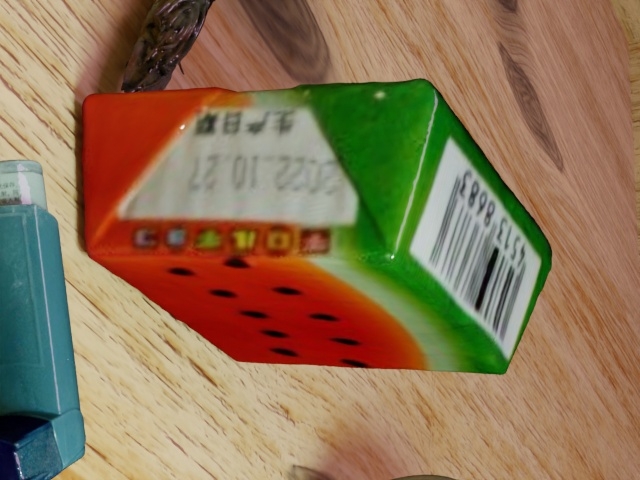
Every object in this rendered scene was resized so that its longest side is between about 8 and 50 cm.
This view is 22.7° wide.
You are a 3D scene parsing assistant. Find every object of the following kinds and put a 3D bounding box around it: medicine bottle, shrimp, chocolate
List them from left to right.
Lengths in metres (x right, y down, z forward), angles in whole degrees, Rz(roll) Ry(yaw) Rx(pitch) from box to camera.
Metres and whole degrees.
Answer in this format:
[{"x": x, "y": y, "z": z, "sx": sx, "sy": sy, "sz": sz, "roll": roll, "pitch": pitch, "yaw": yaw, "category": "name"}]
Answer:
[{"x": -0.233, "y": 0.068, "z": 1.195, "sx": 0.124, "sy": 0.079, "sz": 0.258, "roll": 14, "pitch": 67, "yaw": -65, "category": "medicine bottle"}, {"x": -0.110, "y": -0.241, "z": 1.522, "sx": 0.058, "sy": 0.169, "sz": 0.296, "roll": 37, "pitch": 38, "yaw": -17, "category": "shrimp"}, {"x": 0.000, "y": 0.000, "z": 1.458, "sx": 0.360, "sy": 0.341, "sz": 0.161, "roll": 44, "pitch": 52, "yaw": -56, "category": "chocolate"}]

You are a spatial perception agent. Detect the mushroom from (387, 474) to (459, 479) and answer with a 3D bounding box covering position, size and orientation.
[{"x": 0.130, "y": 0.415, "z": 1.685, "sx": 0.352, "sy": 0.260, "sz": 0.352, "roll": 54, "pitch": 26, "yaw": -42, "category": "mushroom"}]
